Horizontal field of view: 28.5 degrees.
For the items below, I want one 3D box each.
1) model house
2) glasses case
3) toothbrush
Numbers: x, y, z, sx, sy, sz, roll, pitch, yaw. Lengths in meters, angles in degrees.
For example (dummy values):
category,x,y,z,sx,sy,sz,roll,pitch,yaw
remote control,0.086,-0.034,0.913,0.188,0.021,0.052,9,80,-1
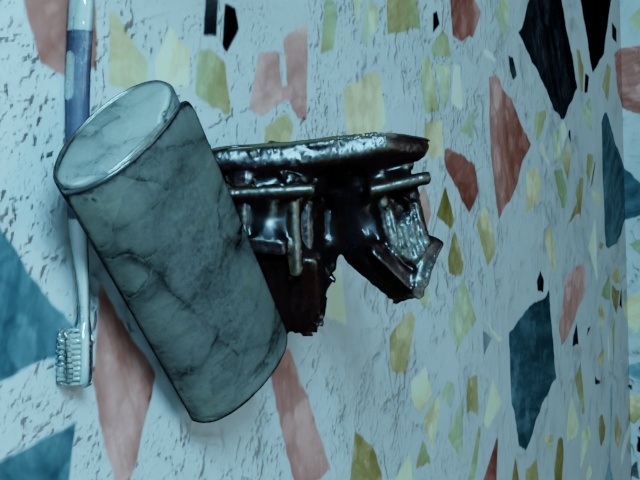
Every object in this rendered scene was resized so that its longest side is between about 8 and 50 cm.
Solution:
category,x,y,z,sx,sy,sz,roll,pitch,yaw
model house,0.005,-0.002,1.098,0.141,0.203,0.164,62,22,-81
glasses case,-0.106,0.021,0.958,0.114,0.060,0.299,-48,144,-22
toothbrush,-0.176,-0.038,0.903,0.026,0.024,0.288,0,92,-51
